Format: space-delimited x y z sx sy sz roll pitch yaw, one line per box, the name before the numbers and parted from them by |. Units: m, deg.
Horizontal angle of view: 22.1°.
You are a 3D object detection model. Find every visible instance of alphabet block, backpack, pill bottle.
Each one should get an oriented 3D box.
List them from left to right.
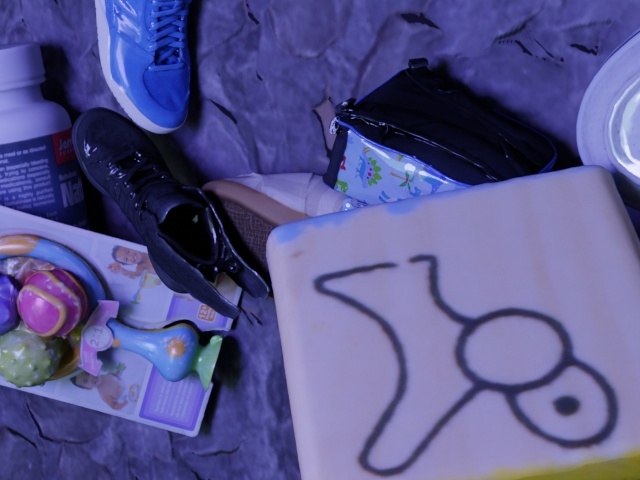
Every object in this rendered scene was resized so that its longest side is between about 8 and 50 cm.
pill bottle | -0.227 -0.048 1.179 0.108 0.108 0.180 1 104 40
backpack | 0.071 -0.037 0.937 0.114 0.105 0.084 26 127 23
alphabet block | 0.084 0.106 0.831 0.197 0.192 0.193 -100 -2 -49

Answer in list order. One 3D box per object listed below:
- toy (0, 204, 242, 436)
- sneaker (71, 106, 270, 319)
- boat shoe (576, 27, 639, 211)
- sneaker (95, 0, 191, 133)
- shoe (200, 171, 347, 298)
toy | -0.182 0.058 1.119 0.237 0.056 0.137 14 113 -9
sneaker | -0.100 -0.022 1.069 0.170 0.051 0.089 57 160 0
boat shoe | 0.252 -0.067 0.737 0.367 0.156 0.135 -7 99 41
sneaker | -0.105 -0.150 1.078 0.085 0.058 0.152 -14 88 50
shoe | 0.000 0.000 1.039 0.219 0.058 0.076 20 131 48
